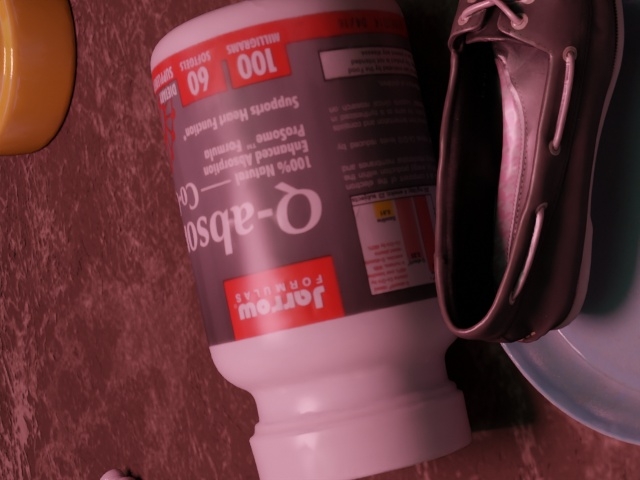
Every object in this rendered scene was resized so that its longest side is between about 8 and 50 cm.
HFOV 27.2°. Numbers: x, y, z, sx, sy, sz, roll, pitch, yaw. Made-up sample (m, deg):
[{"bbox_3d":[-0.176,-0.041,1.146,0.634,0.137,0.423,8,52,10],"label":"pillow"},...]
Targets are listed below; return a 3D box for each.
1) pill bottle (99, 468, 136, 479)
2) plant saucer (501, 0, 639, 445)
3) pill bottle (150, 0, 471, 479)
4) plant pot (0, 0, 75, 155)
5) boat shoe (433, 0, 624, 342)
[{"bbox_3d":[-0.211,0.291,1.464,0.083,0.043,0.043,44,126,35],"label":"pill bottle"},{"bbox_3d":[0.229,-0.016,0.922,0.318,0.044,0.317,10,104,46],"label":"plant saucer"},{"bbox_3d":[0.000,0.000,1.055,0.210,0.210,0.362,-17,84,48],"label":"pill bottle"},{"bbox_3d":[-0.441,-0.216,1.489,0.254,0.239,0.253,9,103,46],"label":"plant pot"},{"bbox_3d":[0.134,-0.090,0.911,0.112,0.096,0.335,10,104,47],"label":"boat shoe"}]
